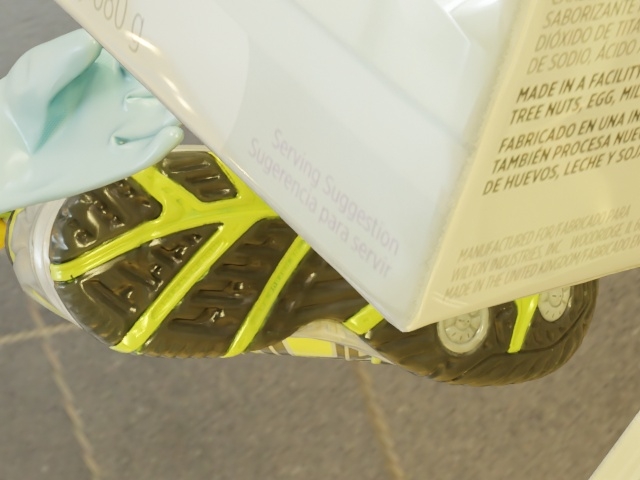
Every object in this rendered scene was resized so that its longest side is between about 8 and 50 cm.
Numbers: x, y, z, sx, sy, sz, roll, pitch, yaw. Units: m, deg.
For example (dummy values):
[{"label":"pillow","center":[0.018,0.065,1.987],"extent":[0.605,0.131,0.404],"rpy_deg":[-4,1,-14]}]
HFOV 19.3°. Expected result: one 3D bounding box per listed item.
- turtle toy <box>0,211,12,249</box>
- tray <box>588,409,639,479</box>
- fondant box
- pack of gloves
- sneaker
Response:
[{"label":"turtle toy","center":[-0.221,-0.055,1.198],"extent":[0.066,0.130,0.095],"rpy_deg":[-43,109,10]},{"label":"tray","center":[0.215,0.200,1.429],"extent":[0.030,0.270,0.145],"rpy_deg":[35,165,15]},{"label":"fondant box","center":[0.019,-0.186,0.354],"extent":[0.238,0.096,0.330],"rpy_deg":[43,130,35]},{"label":"pack of gloves","center":[-0.145,-0.108,0.882],"extent":[0.232,0.046,0.195],"rpy_deg":[-17,63,30]},{"label":"sneaker","center":[0.000,0.000,1.096],"extent":[0.147,0.385,0.145],"rpy_deg":[14,94,57]}]
